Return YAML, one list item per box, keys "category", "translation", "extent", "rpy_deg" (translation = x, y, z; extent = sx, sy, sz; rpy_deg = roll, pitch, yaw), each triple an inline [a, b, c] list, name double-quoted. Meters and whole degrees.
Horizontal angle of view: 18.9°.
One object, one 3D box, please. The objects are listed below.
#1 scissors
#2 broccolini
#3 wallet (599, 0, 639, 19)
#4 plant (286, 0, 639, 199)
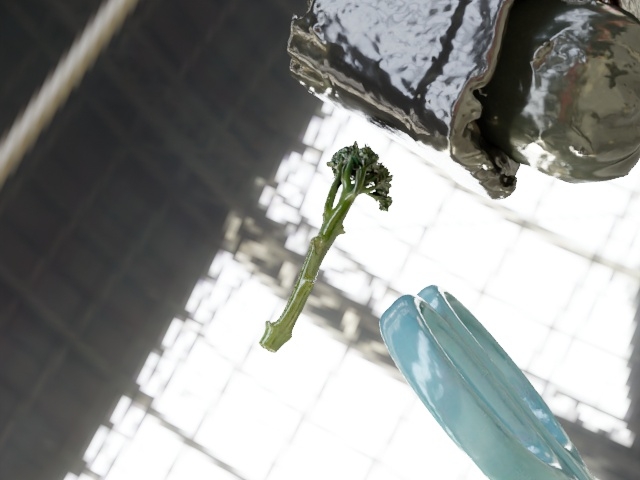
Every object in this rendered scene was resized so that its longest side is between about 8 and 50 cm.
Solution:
- category: "scissors"
  translation: [0.183, 0.203, 0.971]
  extent: [0.029, 0.447, 0.192]
  rpy_deg: [-40, -7, 9]
- category: "broccolini"
  translation: [0.001, -0.005, 1.296]
  extent: [0.052, 0.054, 0.194]
  rpy_deg: [103, -165, -48]
- category: "wallet"
  translation: [0.251, -0.199, 1.479]
  extent: [0.243, 0.039, 0.133]
  rpy_deg: [7, -111, -62]
- category: "plant"
  translation: [0.107, -0.120, 1.284]
  extent: [0.142, 0.256, 0.164]
  rpy_deg: [45, -118, -67]
